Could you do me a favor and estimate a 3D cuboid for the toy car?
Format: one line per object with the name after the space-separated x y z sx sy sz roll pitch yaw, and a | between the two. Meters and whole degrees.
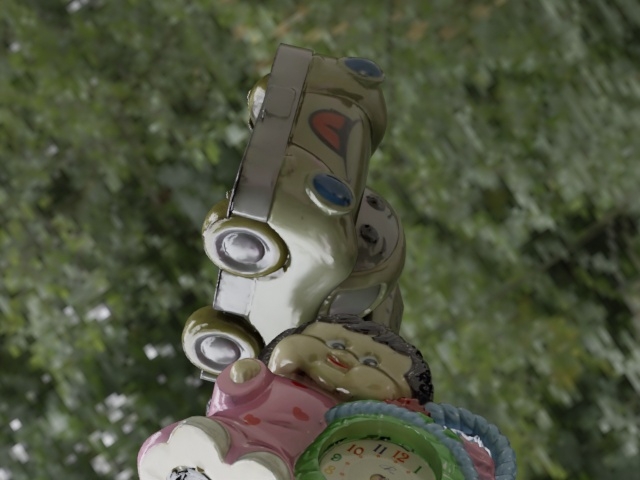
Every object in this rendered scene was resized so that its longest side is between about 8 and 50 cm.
0.000 0.000 1.825 0.336 0.226 0.242 106 179 -46 | toy car

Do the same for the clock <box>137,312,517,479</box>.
0.017 0.131 1.096 0.194 0.100 0.195 26 -143 20 | clock
